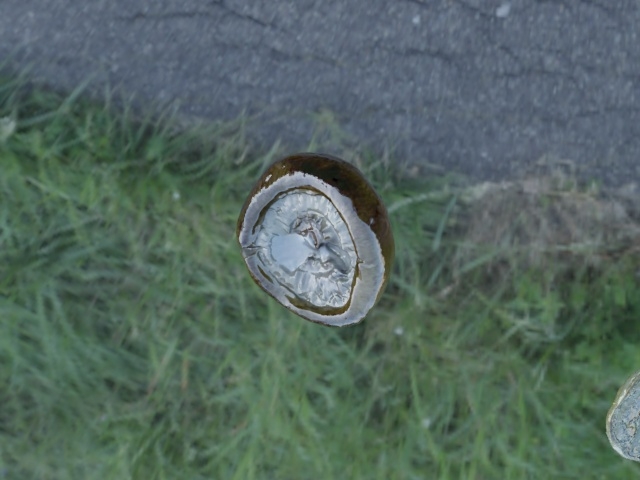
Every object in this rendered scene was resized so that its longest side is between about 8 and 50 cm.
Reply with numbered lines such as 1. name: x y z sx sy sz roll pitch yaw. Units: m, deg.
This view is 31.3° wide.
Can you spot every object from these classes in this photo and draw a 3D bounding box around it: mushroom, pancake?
1. mushroom: 0.000 0.000 0.755 0.123 0.052 0.123 18 122 32
2. pancake: 0.360 0.165 1.171 0.158 0.028 0.158 -14 129 -19
